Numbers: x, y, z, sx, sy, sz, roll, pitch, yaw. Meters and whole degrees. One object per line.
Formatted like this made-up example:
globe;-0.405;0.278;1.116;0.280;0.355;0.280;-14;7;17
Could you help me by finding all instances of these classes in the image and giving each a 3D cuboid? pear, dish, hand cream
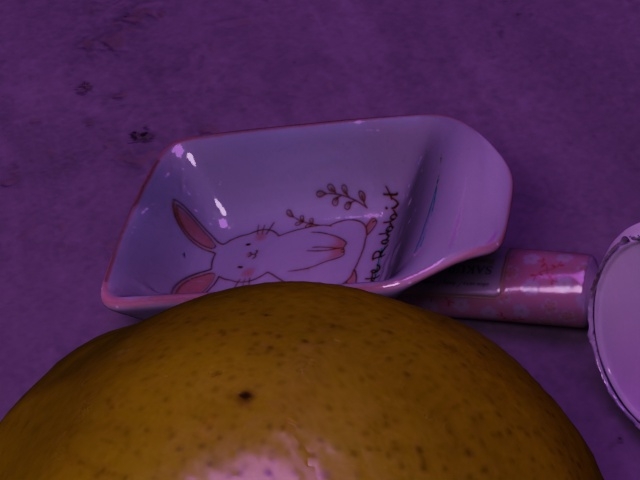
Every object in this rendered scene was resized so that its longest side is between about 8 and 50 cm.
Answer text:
pear;-0.007;0.149;0.693;0.294;0.294;0.294;-2;42;2
dish;0.000;0.000;0.983;0.234;0.064;0.154;-5;41;21
hand cream;0.079;0.023;1.001;0.210;0.043;0.067;4;45;19

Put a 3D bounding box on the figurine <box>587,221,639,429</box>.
figurine;0.245;0.040;0.922;0.154;0.132;0.132;-12;40;-30
